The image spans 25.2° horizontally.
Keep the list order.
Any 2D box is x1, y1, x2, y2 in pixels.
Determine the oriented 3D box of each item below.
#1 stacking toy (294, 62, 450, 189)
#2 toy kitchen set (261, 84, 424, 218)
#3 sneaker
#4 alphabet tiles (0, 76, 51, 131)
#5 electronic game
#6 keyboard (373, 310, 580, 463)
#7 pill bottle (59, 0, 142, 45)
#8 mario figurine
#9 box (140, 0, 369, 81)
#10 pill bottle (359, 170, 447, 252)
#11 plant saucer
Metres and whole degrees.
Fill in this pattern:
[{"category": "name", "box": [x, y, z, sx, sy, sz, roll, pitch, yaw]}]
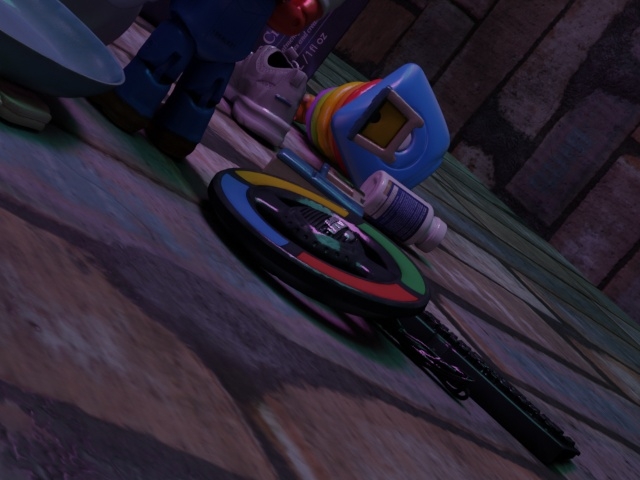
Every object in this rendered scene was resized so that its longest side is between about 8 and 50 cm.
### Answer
[{"category": "stacking toy", "box": [0.037, -0.177, 2.159, 0.302, 0.175, 0.165, 22, -37, 55]}, {"category": "toy kitchen set", "box": [0.030, -0.110, 1.680, 0.122, 0.166, 0.207, 38, 9, -4]}, {"category": "sneaker", "box": [-0.068, -0.219, 1.974, 0.105, 0.115, 0.281, 34, 11, -26]}, {"category": "alphabet tiles", "box": [-0.335, -0.184, 1.114, 0.284, 0.021, 0.278, 41, 10, 18]}, {"category": "electronic game", "box": [0.000, 0.000, 1.318, 0.229, 0.048, 0.229, 28, 16, -9]}, {"category": "keyboard", "box": [0.121, 0.106, 1.421, 0.317, 0.033, 0.201, 41, 10, 21]}, {"category": "pill bottle", "box": [-0.290, -0.310, 1.472, 0.152, 0.152, 0.272, 30, 13, -39]}, {"category": "mario figurine", "box": [-0.092, -0.246, 1.396, 0.170, 0.320, 0.198, 41, 9, 12]}, {"category": "box", "box": [-0.137, -0.438, 2.216, 0.395, 0.293, 0.212, 35, 10, -20]}, {"category": "pill bottle", "box": [0.109, -0.035, 1.919, 0.120, 0.067, 0.067, 35, 10, -19]}, {"category": "plant saucer", "box": [-0.301, -0.212, 1.176, 0.318, 0.043, 0.317, 38, 9, -7]}]
